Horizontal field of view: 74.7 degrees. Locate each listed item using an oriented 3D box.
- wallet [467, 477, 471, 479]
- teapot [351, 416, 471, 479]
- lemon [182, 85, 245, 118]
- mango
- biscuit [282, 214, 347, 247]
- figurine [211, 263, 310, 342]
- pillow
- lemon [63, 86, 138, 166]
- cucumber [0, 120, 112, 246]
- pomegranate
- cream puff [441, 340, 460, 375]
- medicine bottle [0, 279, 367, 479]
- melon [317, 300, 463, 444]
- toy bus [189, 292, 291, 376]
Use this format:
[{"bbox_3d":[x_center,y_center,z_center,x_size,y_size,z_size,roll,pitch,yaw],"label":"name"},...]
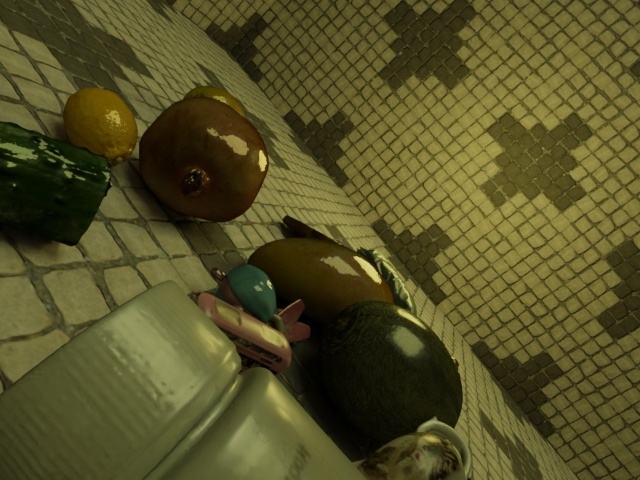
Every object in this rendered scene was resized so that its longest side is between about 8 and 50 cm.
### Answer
[{"bbox_3d":[0.388,0.657,0.983,0.245,0.052,0.168,46,15,4],"label":"wallet"},{"bbox_3d":[0.118,0.361,0.615,0.298,0.204,0.139,-1,28,-34],"label":"teapot"},{"bbox_3d":[-0.314,-0.360,1.233,0.170,0.170,0.207,56,10,24],"label":"lemon"},{"bbox_3d":[0.013,0.102,0.990,0.384,0.199,0.221,26,2,-20],"label":"mango"},{"bbox_3d":[0.000,0.000,1.372,0.290,0.041,0.208,30,-1,-28],"label":"biscuit"},{"bbox_3d":[-0.104,0.114,0.797,0.260,0.103,0.205,46,13,-52],"label":"figurine"},{"bbox_3d":[0.218,0.187,1.414,0.310,0.138,0.283,57,-5,34],"label":"pillow"},{"bbox_3d":[-0.385,-0.199,0.740,0.155,0.114,0.114,62,18,17],"label":"lemon"},{"bbox_3d":[-0.379,-0.082,0.471,0.244,0.134,0.134,22,31,-52],"label":"cucumber"},{"bbox_3d":[-0.232,-0.153,0.844,0.252,0.229,0.270,44,21,-15],"label":"pomegranate"},{"bbox_3d":[0.216,0.340,1.066,0.282,0.185,0.282,38,-29,26],"label":"cream puff"},{"bbox_3d":[-0.082,0.232,0.358,0.371,0.211,0.211,49,15,-2],"label":"medicine bottle"},{"bbox_3d":[0.141,0.268,0.834,0.329,0.248,0.248,45,15,-13],"label":"melon"},{"bbox_3d":[-0.133,0.153,0.638,0.203,0.090,0.063,37,20,-36],"label":"toy bus"}]
